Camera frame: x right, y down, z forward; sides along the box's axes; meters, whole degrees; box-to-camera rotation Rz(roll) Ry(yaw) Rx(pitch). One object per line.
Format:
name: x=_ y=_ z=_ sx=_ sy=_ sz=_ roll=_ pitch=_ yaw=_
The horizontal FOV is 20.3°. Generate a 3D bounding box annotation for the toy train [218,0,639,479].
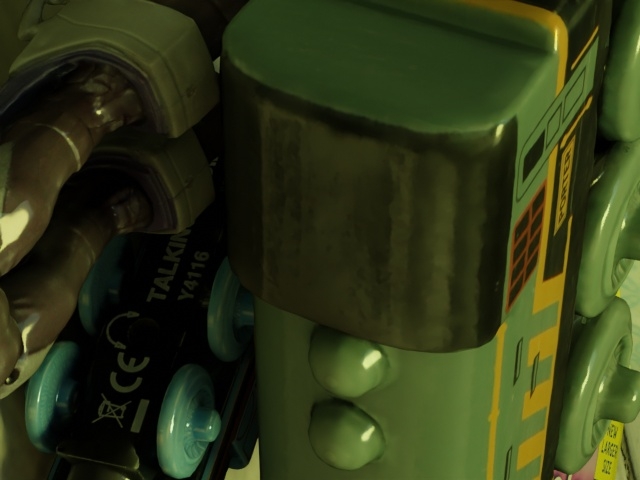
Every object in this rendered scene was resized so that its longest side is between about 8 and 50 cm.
toy train: x=0.044 y=0.011 z=0.657 sx=0.190 sy=0.142 sz=0.334 roll=-51 pitch=152 yaw=-42

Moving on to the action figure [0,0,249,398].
action figure: x=-0.112 y=0.023 z=0.549 sx=0.185 sy=0.099 sz=0.285 roll=83 pitch=30 yaw=-42

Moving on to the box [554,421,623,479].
box: x=0.066 y=0.192 z=0.948 sx=0.213 sy=0.117 sz=0.243 roll=30 pitch=68 yaw=-64

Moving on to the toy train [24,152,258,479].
toy train: x=-0.051 y=0.036 z=0.703 sx=0.105 sy=0.080 sz=0.184 roll=67 pitch=36 yaw=-57

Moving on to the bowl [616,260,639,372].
bowl: x=0.128 y=-0.058 z=0.985 sx=0.289 sy=0.156 sz=0.289 roll=6 pitch=90 yaw=-67
